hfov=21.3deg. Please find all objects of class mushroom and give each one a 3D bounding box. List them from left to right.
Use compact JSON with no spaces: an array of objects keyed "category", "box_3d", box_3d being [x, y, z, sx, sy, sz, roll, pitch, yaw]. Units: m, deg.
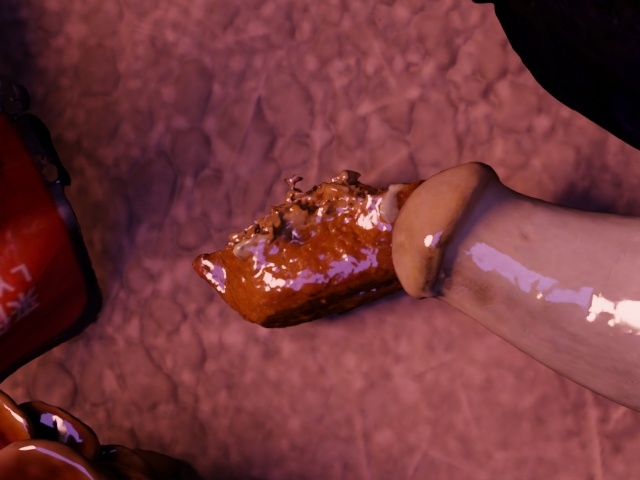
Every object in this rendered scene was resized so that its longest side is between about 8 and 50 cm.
[{"category":"mushroom","box_3d":[0.158,0.026,0.645,0.270,0.103,0.118,1,126,28]}]

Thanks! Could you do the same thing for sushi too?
[{"category":"sushi","box_3d":[0.001,0.001,0.735,0.118,0.061,0.060,-16,76,1]}]

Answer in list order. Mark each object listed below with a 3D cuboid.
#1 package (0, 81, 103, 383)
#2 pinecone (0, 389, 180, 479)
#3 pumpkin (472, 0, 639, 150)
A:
[{"category":"package","box_3d":[-0.199,-0.015,0.688,0.194,0.269,0.071,-24,50,-12]},{"category":"pinecone","box_3d":[-0.135,0.201,0.685,0.244,0.309,0.244,11,122,18]},{"category":"pumpkin","box_3d":[0.173,-0.197,0.549,0.363,0.266,0.363,2,96,20]}]
